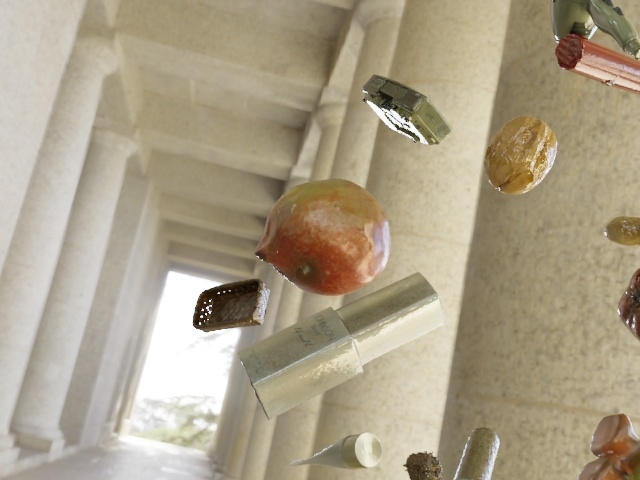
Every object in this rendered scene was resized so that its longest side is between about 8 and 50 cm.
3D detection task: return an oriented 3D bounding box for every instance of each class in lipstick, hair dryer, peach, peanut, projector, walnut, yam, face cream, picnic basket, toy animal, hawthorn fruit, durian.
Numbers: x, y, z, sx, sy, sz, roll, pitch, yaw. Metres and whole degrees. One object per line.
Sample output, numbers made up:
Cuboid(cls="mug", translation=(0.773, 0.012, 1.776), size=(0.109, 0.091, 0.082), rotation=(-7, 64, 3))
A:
Cuboid(cls="lipstick", translation=(0.576, -0.345, 1.554), size=(0.280, 0.073, 0.073), rotation=(6, -7, -37))
Cuboid(cls="lipstick", translation=(0.028, 0.124, 0.969), size=(0.079, 0.253, 0.077), rotation=(53, -14, 50))
Cuboid(cls="hair dryer", translation=(0.509, -0.486, 1.393), size=(0.119, 0.295, 0.298), rotation=(-7, 21, -8))
Cuboid(cls="peach", translation=(0.000, 0.000, 1.479), size=(0.257, 0.232, 0.232), rotation=(-23, -4, -18))
Cuboid(cls="peanut", translation=(0.893, -0.024, 2.142), size=(0.214, 0.099, 0.099), rotation=(3, -16, 25))
Cuboid(cls="projector", translation=(0.235, -0.342, 2.115), size=(0.193, 0.088, 0.269), rotation=(41, 0, -36))
Cuboid(cls="walnut", translation=(0.487, -0.208, 1.902), size=(0.159, 0.206, 0.159), rotation=(31, -10, 6))
Cuboid(cls="yam", translation=(0.415, 0.591, 2.066), size=(0.093, 0.093, 0.259), rotation=(7, 23, 20))
Cuboid(cls="face cream", translation=(0.032, 0.451, 1.639), size=(0.114, 0.070, 0.224), rotation=(3, -19, -35))
Cuboid(cls="picnic basket", translation=(-0.198, 0.150, 1.747), size=(0.193, 0.110, 0.055), rotation=(-13, -37, 35))
Cuboid(cls="toy animal", translation=(0.681, 0.486, 1.491), size=(0.338, 0.216, 0.191), rotation=(34, -32, -1))
Cuboid(cls="hawthorn fruit", translation=(0.808, 0.162, 1.743), size=(0.262, 0.210, 0.210), rotation=(19, -15, -24))
Cuboid(cls="durian", translation=(0.217, 0.486, 1.657), size=(0.091, 0.080, 0.080), rotation=(-3, -20, 35))
